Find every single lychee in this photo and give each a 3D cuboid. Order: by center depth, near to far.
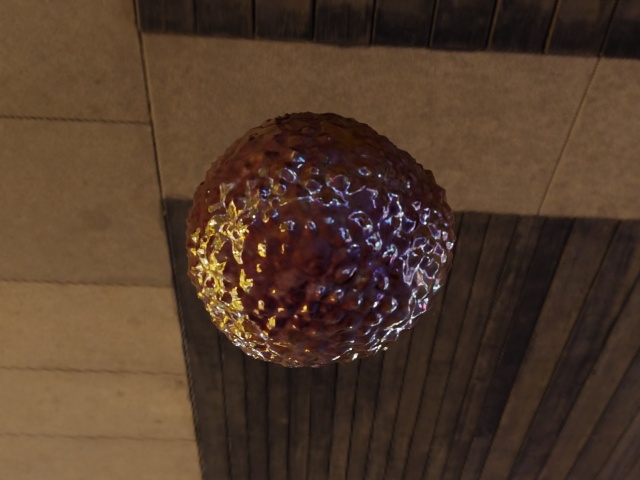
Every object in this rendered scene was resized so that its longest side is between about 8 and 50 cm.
[{"bbox_3d":[0.000,0.000,0.729,0.260,0.261,0.261,0,138,0],"label":"lychee"}]
